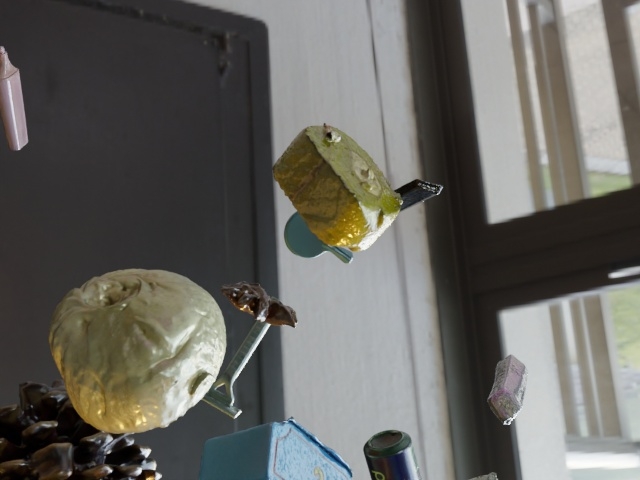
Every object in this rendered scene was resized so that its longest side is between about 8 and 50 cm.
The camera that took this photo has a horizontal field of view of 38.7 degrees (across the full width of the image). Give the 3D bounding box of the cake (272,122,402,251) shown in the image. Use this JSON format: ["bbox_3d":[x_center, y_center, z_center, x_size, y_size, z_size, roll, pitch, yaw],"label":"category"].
[{"bbox_3d":[0.040,-0.102,1.788,0.179,0.260,0.156,-4,143,-48],"label":"cake"}]

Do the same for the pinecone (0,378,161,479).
[{"bbox_3d":[-0.520,0.446,1.713,0.398,0.397,0.397,-3,163,-1],"label":"pinecone"}]

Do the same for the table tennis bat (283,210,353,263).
[{"bbox_3d":[0.000,0.000,2.232,0.201,0.124,0.033,32,178,-26],"label":"table tennis bat"}]

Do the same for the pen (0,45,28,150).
[{"bbox_3d":[-0.556,-0.256,1.630,0.032,0.053,0.197,12,126,12],"label":"pen"}]

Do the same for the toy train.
[{"bbox_3d":[-0.067,0.447,1.490,0.188,0.265,0.300,-19,134,26],"label":"toy train"}]

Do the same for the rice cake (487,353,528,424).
[{"bbox_3d":[0.422,0.326,2.035,0.056,0.072,0.365,-42,174,16],"label":"rice cake"}]

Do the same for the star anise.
[{"bbox_3d":[-0.115,0.136,1.890,0.195,0.065,0.182,32,177,-38],"label":"star anise"}]

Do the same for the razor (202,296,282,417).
[{"bbox_3d":[-0.168,0.250,2.045,0.111,0.278,0.056,27,168,14],"label":"razor"}]

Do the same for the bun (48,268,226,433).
[{"bbox_3d":[-0.244,0.129,1.160,0.244,0.243,0.153,-8,133,14],"label":"bun"}]

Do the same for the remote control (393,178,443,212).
[{"bbox_3d":[0.173,-0.088,1.871,0.063,0.025,0.245,17,166,-14],"label":"remote control"}]

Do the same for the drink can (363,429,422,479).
[{"bbox_3d":[0.176,0.550,2.119,0.118,0.204,0.118,-14,-166,4],"label":"drink can"}]

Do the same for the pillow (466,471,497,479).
[{"bbox_3d":[0.346,0.583,1.929,0.128,0.051,0.229,-23,-155,2],"label":"pillow"}]
